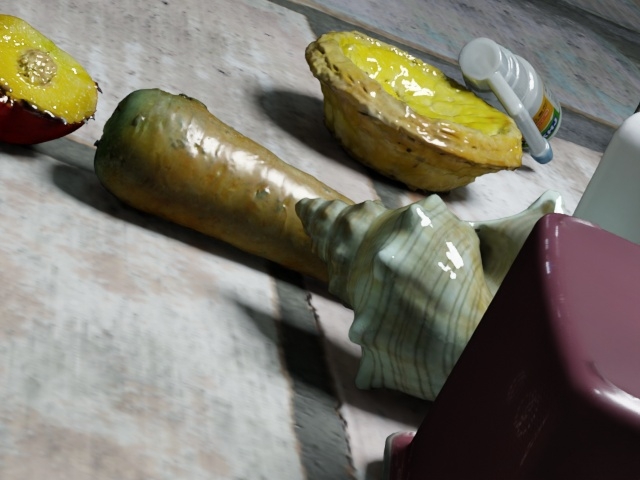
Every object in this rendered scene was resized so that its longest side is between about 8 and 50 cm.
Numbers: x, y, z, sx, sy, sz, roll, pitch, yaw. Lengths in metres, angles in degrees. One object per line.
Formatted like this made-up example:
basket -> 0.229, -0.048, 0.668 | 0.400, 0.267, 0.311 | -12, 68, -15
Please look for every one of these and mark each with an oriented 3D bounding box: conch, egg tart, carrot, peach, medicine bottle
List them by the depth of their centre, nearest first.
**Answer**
conch -> 0.090, 0.035, 1.069 | 0.234, 0.137, 0.114 | 19, -20, 1
carrot -> 0.000, 0.000, 1.173 | 0.298, 0.078, 0.078 | 29, 17, -6
peach -> -0.187, -0.089, 1.175 | 0.098, 0.061, 0.098 | 31, 33, -23
egg tart -> 0.067, -0.093, 1.493 | 0.191, 0.074, 0.191 | 24, 17, -8
medicine bottle -> 0.166, -0.115, 1.633 | 0.092, 0.061, 0.221 | 59, 10, 17

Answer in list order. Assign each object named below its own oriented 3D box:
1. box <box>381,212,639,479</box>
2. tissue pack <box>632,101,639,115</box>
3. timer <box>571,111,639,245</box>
box -> 0.137, 0.115, 0.848 | 0.193, 0.167, 0.294 | 22, 18, -4
tissue pack -> 0.378, -0.031, 1.421 | 0.370, 0.210, 0.198 | -7, 45, -43
timer -> 0.255, 0.055, 1.123 | 0.195, 0.192, 0.194 | 38, 22, 34
